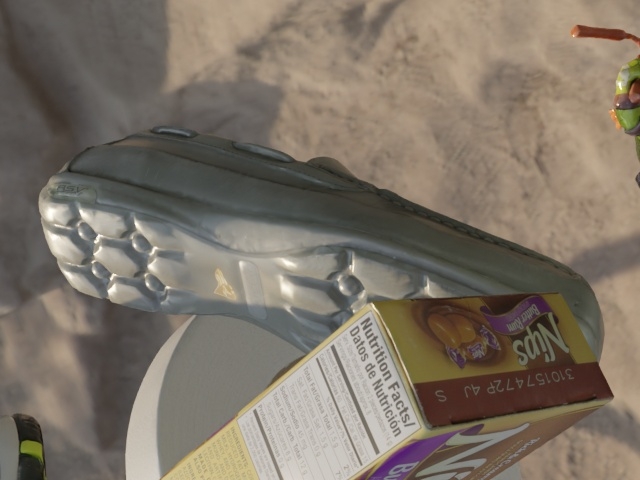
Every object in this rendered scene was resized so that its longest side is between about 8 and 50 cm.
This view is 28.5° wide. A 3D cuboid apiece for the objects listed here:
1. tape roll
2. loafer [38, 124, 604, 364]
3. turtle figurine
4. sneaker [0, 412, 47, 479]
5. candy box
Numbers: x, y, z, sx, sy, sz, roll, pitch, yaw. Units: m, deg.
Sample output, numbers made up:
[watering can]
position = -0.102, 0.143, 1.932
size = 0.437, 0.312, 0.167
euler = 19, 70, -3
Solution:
[tape roll]
position = 0.013, 0.210, 1.149
size = 0.392, 0.392, 0.072
euler = 58, 139, 7
[loafer]
position = 0.000, 0.000, 0.668
size = 0.319, 0.111, 0.112
euler = 17, 135, 23
[turtle figurine]
position = 0.311, -0.069, 1.085
size = 0.087, 0.269, 0.217
euler = -43, 45, 16
[sneaker]
position = -0.239, 0.287, 0.732
size = 0.145, 0.147, 0.385
euler = 103, 166, -53
[candy box]
position = 0.010, 0.089, 0.496
size = 0.186, 0.109, 0.053
euler = -41, 62, 37
